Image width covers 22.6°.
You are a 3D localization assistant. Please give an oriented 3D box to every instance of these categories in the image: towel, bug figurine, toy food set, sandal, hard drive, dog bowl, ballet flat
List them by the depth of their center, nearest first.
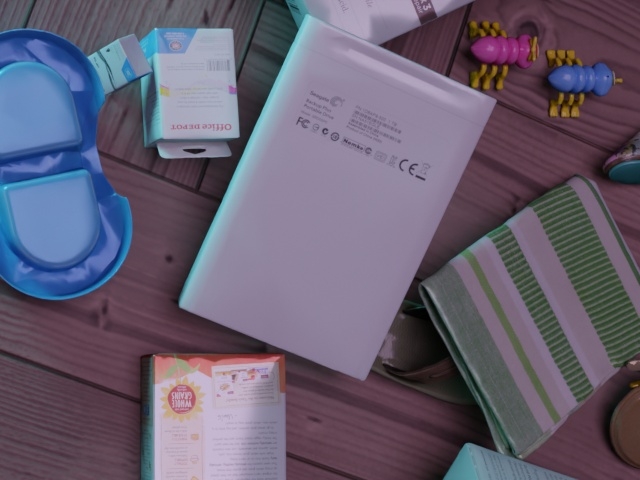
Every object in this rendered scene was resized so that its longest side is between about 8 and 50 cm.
[{"bbox_3d":[-0.311,-0.080,1.764,0.166,0.074,0.297,-13,91,-20],"label":"dog bowl"},{"bbox_3d":[0.018,-0.044,1.794,0.233,0.047,0.353,23,98,-13],"label":"hard drive"},{"bbox_3d":[0.127,0.124,1.899,0.303,0.086,0.120,13,81,-19],"label":"sandal"},{"bbox_3d":[0.275,0.084,1.935,0.325,0.038,0.247,-34,101,-36],"label":"towel"},{"bbox_3d":[0.273,-0.293,1.996,0.216,0.072,0.279,-5,88,-20],"label":"bug figurine"},{"bbox_3d":[0.424,0.229,2.012,0.132,0.038,0.192,1,107,-10],"label":"toy food set"},{"bbox_3d":[0.450,-0.107,2.052,0.222,0.077,0.079,6,65,-24],"label":"ballet flat"}]

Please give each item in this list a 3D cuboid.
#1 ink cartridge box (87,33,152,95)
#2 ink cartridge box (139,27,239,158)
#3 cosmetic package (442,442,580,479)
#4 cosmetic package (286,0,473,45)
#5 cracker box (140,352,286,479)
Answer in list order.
[{"bbox_3d":[-0.232,-0.193,1.794,0.028,0.083,0.048,-30,96,-46],"label":"ink cartridge box"},{"bbox_3d":[-0.150,-0.162,1.820,0.092,0.090,0.143,-2,87,-20],"label":"ink cartridge box"},{"bbox_3d":[0.296,0.399,1.863,0.366,0.155,0.197,21,116,-19],"label":"cosmetic package"},{"bbox_3d":[0.129,-0.378,1.844,0.385,0.156,0.217,-27,107,-4],"label":"cosmetic package"},{"bbox_3d":[-0.121,0.243,1.809,0.156,0.067,0.232,2,84,-19],"label":"cracker box"}]
